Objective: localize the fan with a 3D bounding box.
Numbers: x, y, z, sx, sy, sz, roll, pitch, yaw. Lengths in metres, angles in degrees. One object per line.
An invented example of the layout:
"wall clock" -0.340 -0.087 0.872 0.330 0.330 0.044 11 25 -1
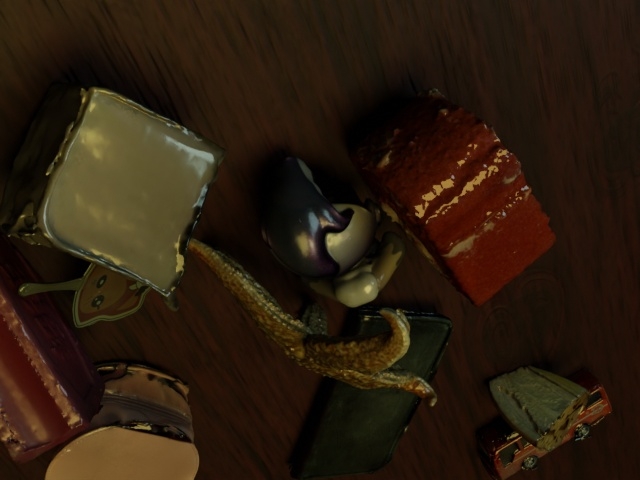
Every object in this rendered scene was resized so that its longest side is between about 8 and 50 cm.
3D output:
"fan" -0.250 0.045 1.089 0.220 0.009 0.132 -4 125 -59

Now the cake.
"cake" 0.157 -0.055 1.173 0.151 0.177 0.283 -39 137 4

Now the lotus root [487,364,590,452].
"lotus root" 0.342 0.268 1.543 0.159 0.135 0.095 -18 132 -29

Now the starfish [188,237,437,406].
"starfish" 0.000 0.104 1.129 0.375 0.327 0.094 36 78 -32

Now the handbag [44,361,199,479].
"handbag" -0.253 0.256 1.242 0.205 0.116 0.179 23 111 -37

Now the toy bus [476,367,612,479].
"toy bus" 0.370 0.308 1.631 0.235 0.073 0.096 -29 123 -4

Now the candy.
"candy" -0.211 -0.049 0.983 0.195 0.137 0.184 25 81 -37

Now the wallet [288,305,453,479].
"wallet" 0.074 0.227 1.432 0.173 0.045 0.318 4 123 -25

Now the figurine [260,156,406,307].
"figurine" 0.000 0.000 1.164 0.145 0.145 0.222 -38 134 4

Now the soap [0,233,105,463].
"soap" -0.340 0.103 1.047 0.099 0.162 0.250 -29 102 1
